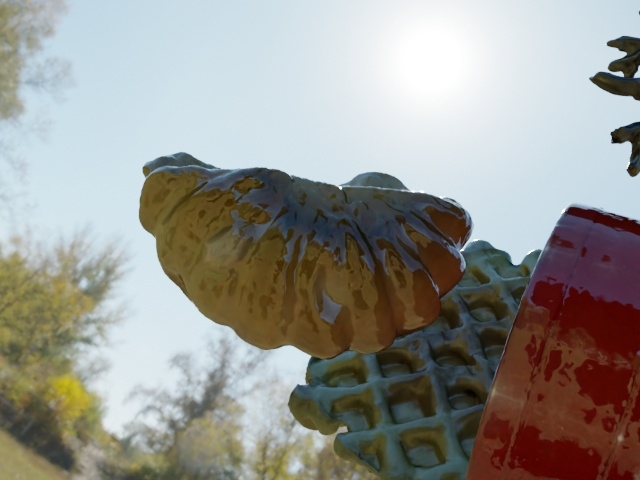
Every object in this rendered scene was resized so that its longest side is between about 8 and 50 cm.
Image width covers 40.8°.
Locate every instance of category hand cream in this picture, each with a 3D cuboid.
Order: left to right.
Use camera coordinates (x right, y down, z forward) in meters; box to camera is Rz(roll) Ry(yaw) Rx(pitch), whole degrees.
[{"bbox_3d":[0.157,0.085,0.435,0.125,0.193,0.193,20,-25,19],"label":"hand cream"}]

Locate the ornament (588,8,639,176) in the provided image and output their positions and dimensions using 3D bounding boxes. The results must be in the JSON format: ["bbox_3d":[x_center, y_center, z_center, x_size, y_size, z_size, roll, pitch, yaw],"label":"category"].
[{"bbox_3d":[0.304,-0.109,0.582,0.202,0.236,0.080,61,-13,18],"label":"ornament"}]

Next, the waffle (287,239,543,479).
[{"bbox_3d":[0.142,0.105,0.719,0.292,0.309,0.056,18,-49,27],"label":"waffle"}]

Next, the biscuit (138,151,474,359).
[{"bbox_3d":[0.000,0.000,0.438,0.183,0.118,0.061,8,-35,-17],"label":"biscuit"}]
